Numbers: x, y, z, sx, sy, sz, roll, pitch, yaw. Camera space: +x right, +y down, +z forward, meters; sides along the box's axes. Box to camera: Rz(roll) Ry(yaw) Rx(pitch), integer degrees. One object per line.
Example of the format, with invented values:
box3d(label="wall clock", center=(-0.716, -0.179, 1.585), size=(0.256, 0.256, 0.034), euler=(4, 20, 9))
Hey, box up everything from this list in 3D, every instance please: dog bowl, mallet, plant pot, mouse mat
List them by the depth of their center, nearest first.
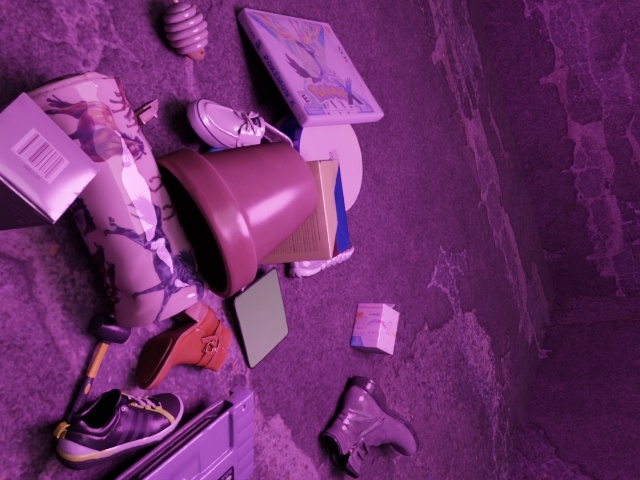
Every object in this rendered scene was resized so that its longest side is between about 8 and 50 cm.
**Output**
box3d(label="mallet", center=(-0.377, 0.210, 0.861), size=(0.062, 0.039, 0.189), euler=(46, 57, -42))
box3d(label="plant pot", center=(-0.135, -0.063, 0.942), size=(0.229, 0.263, 0.262), euler=(-29, 112, -28))
box3d(label="mouse mat", center=(-0.128, 0.172, 1.186), size=(0.153, 0.007, 0.189), euler=(-39, 129, -47))
box3d(label="dog bowl", center=(-0.009, -0.189, 1.309), size=(0.265, 0.104, 0.264), euler=(6, 83, -52))

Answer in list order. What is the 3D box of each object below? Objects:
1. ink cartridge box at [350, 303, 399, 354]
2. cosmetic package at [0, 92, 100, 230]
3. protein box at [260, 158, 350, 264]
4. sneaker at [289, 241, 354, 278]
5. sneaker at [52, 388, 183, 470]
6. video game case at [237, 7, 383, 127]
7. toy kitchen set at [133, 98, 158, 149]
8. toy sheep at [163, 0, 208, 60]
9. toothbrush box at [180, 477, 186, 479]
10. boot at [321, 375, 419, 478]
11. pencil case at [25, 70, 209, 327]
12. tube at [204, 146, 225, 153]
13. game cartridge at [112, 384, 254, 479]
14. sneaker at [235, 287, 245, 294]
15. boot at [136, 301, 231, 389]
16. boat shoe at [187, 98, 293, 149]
box3d(label="ink cartridge box", center=(0.156, 0.241, 1.509), size=(0.090, 0.092, 0.143), euler=(34, 60, -46))
box3d(label="cosmetic package", center=(-0.408, -0.087, 0.672), size=(0.127, 0.238, 0.107), euler=(51, 47, -34))
box3d(label="protein box", center=(-0.062, -0.061, 1.128), size=(0.136, 0.201, 0.199), euler=(-25, 108, -69))
box3d(label="sneaker", center=(0.000, 0.000, 1.328), size=(0.229, 0.086, 0.132), euler=(-26, 106, -49))
box3d(label="sneaker", center=(-0.315, 0.286, 0.869), size=(0.235, 0.084, 0.097), euler=(-13, 117, -57))
box3d(label="video game case", center=(-0.010, -0.410, 1.278), size=(0.329, 0.036, 0.299), euler=(-20, 78, -51))
box3d(label="toy kitchen set", center=(-0.303, -0.198, 0.940), size=(0.068, 0.083, 0.075), euler=(-54, 128, -39))
box3d(label="toy sheep", center=(-0.257, -0.406, 1.016), size=(0.091, 0.091, 0.132), euler=(-55, 134, -39))
box3d(label="toothbrush box", center=(-0.246, 0.559, 0.830), size=(0.206, 0.122, 0.283), euler=(-28, 130, -40))
box3d(label="boot", center=(0.132, 0.553, 1.460), size=(0.338, 0.118, 0.222), euler=(51, 52, -23))
box3d(label="pencil case", center=(-0.320, -0.050, 0.836), size=(0.160, 0.184, 0.410), euler=(-40, 121, -41))
box3d(label="tube", center=(-0.210, -0.164, 1.094), size=(0.080, 0.052, 0.207), euler=(62, 38, -33))
box3d(label="game cartridge", center=(-0.246, 0.444, 0.944), size=(0.355, 0.068, 0.230), euler=(-31, 127, -49))
box3d(label="sneaker", center=(-0.180, 0.058, 1.129), size=(0.044, 0.040, 0.109), euler=(-42, 126, -57))
box3d(label="boot", center=(-0.245, 0.215, 1.004), size=(0.152, 0.073, 0.197), euler=(54, 51, -41))
box3d(label="boat shoe", center=(-0.154, -0.224, 1.090), size=(0.268, 0.088, 0.096), euler=(26, 51, -55))
